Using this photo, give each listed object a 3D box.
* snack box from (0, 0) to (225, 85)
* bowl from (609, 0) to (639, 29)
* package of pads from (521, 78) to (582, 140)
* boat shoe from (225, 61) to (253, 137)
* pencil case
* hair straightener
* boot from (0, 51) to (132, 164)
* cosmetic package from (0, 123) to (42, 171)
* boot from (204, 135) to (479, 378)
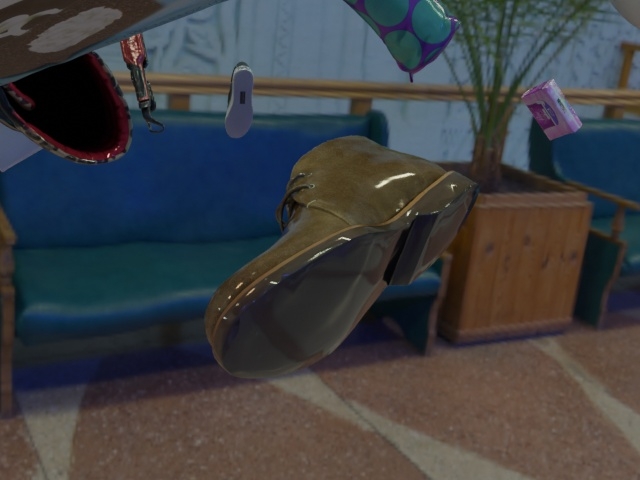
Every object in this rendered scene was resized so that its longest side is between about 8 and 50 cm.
[{"bbox_3d":[-0.128,-0.102,0.296,0.321,0.060,0.187,-19,0,6],"label":"snack box"},{"bbox_3d":[0.384,-0.256,0.754,0.297,0.134,0.298,-20,-9,-3],"label":"bowl"},{"bbox_3d":[0.331,-0.186,1.245,0.032,0.083,0.050,-48,17,-33],"label":"package of pads"},{"bbox_3d":[-0.143,-0.252,1.558,0.049,0.142,0.040,4,36,-13],"label":"boat shoe"},{"bbox_3d":[0.050,-0.214,0.756,0.151,0.070,0.064,42,24,-10],"label":"pencil case"},{"bbox_3d":[-0.314,-0.291,1.549,0.047,0.231,0.089,-19,-14,-5],"label":"hair straightener"},{"bbox_3d":[-0.392,-0.237,1.001,0.138,0.377,0.284,-48,42,-13],"label":"boot"},{"bbox_3d":[-0.518,-0.244,1.454,0.197,0.155,0.365,-36,25,-19],"label":"cosmetic package"},{"bbox_3d":[0.000,0.000,0.638,0.115,0.112,0.305,35,35,18],"label":"boot"}]
